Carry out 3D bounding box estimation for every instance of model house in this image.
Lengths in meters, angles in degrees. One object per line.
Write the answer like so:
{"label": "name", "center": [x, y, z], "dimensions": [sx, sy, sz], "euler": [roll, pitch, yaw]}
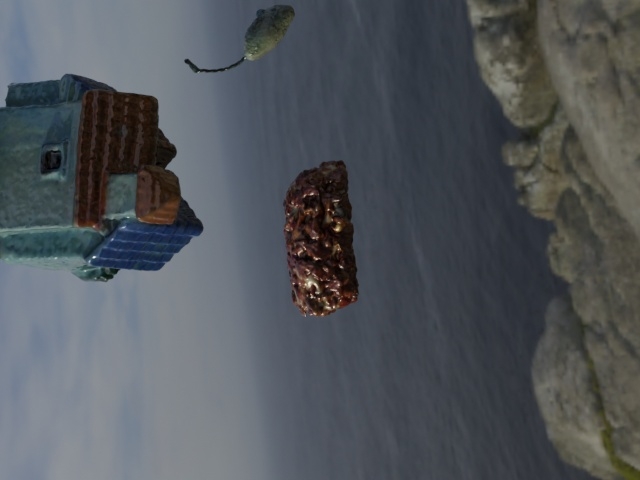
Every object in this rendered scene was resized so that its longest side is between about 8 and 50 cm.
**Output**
{"label": "model house", "center": [-0.295, -0.097, 1.355], "dimensions": [0.252, 0.329, 0.295], "euler": [13, -105, -55]}

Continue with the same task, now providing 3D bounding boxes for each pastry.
{"label": "pastry", "center": [0.001, 0.000, 1.214], "dimensions": [0.115, 0.097, 0.208], "euler": [-135, 39, -70]}

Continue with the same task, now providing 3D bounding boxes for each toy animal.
{"label": "toy animal", "center": [-0.158, -0.412, 1.933], "dimensions": [0.079, 0.253, 0.070], "euler": [55, 180, 32]}
